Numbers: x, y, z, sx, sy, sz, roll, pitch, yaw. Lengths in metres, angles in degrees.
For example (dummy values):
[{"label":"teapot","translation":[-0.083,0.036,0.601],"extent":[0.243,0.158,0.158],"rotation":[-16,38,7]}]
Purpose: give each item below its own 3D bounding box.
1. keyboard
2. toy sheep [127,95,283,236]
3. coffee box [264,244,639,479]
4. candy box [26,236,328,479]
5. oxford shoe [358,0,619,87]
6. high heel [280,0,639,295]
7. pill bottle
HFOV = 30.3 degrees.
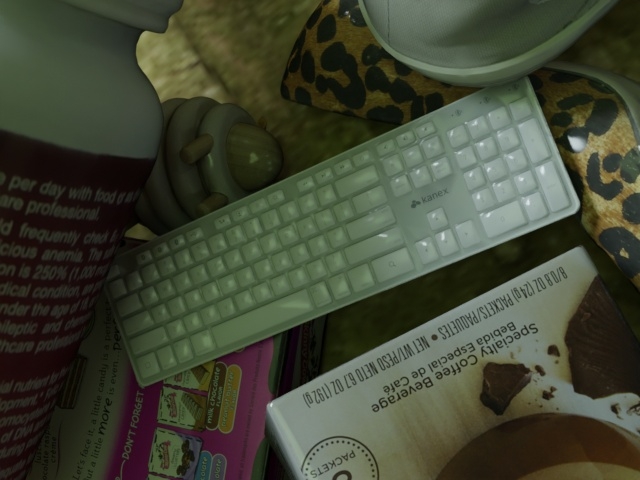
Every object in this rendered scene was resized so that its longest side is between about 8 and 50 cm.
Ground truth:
[{"label":"keyboard","translation":[0.000,0.000,0.599],"extent":[0.256,0.014,0.072],"rotation":[-23,78,21]},{"label":"toy sheep","translation":[-0.080,-0.040,0.677],"extent":[0.132,0.091,0.091],"rotation":[-4,85,26]},{"label":"coffee box","translation":[0.113,0.177,0.545],"extent":[0.168,0.119,0.297],"rotation":[-26,77,-10]},{"label":"candy box","translation":[-0.121,0.076,0.691],"extent":[0.233,0.071,0.159],"rotation":[10,90,20]},{"label":"oxford shoe","translation":[0.171,-0.263,0.516],"extent":[0.169,0.130,0.449],"rotation":[40,89,26]},{"label":"high heel","translation":[0.091,-0.035,0.624],"extent":[0.186,0.093,0.261],"rotation":[-28,79,27]},{"label":"pill bottle","translation":[-0.210,-0.012,0.566],"extent":[0.224,0.224,0.392],"rotation":[26,99,20]}]
